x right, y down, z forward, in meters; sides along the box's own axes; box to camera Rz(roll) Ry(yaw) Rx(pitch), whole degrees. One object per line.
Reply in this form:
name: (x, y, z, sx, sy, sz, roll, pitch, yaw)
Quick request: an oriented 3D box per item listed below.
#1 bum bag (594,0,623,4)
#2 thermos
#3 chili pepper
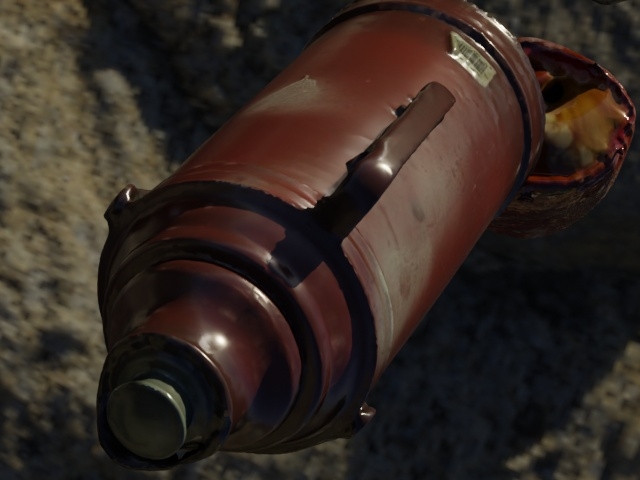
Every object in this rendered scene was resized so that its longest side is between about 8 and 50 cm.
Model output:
bum bag: (0.204, -0.170, 0.859, 0.123, 0.248, 0.060, 16, 65, -60)
thermos: (-0.002, -0.003, 0.591, 0.099, 0.124, 0.232, 44, 33, -2)
chili pepper: (0.081, -0.041, 0.787, 0.086, 0.192, 0.084, 45, 91, 6)
